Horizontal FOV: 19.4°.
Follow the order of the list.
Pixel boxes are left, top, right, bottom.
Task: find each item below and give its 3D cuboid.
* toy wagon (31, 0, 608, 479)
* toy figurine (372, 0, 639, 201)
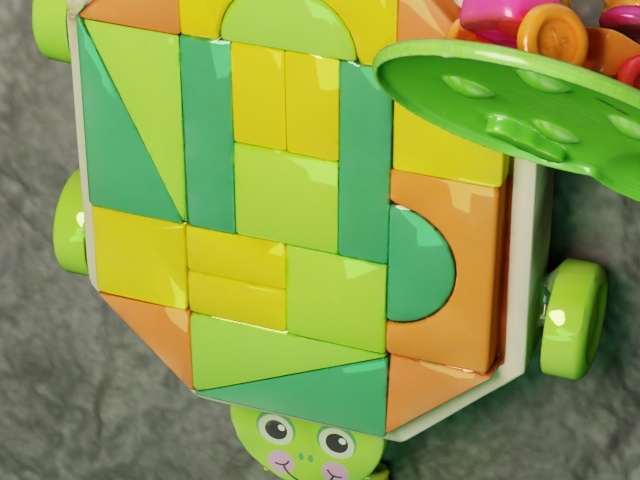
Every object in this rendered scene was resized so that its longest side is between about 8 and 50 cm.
[{"bbox_3d":[0.000,0.000,0.876,0.267,0.068,0.344,11,124,17],"label":"toy wagon"},{"bbox_3d":[0.121,-0.110,0.717,0.173,0.159,0.130,23,169,-29],"label":"toy figurine"}]
